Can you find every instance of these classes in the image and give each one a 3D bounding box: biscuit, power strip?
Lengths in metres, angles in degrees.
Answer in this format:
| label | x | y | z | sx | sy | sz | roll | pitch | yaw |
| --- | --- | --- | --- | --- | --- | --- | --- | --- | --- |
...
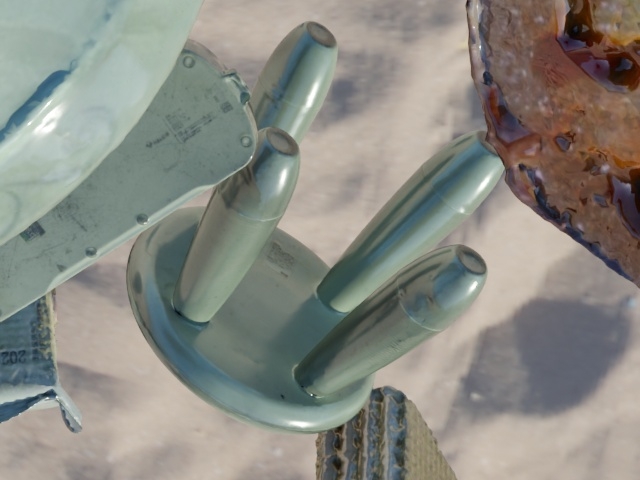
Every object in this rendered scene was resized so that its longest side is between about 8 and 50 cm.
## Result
| label | x | y | z | sx | sy | sz | roll | pitch | yaw |
| --- | --- | --- | --- | --- | --- | --- | --- | --- | --- |
| biscuit | -0.294 | 0.018 | 1.577 | 0.186 | 0.079 | 0.309 | -2 | 74 | -11 |
| power strip | -0.134 | -0.030 | 1.058 | 0.227 | 0.029 | 0.080 | -32 | 106 | 12 |
| biscuit | 0.102 | 0.292 | 1.468 | 0.078 | 0.144 | 0.426 | -14 | 134 | 17 |

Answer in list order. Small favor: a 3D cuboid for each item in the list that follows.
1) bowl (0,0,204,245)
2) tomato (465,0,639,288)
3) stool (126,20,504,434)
| label | x | y | z | sx | sy | sz | roll | pitch | yaw |
| --- | --- | --- | --- | --- | --- | --- | --- | --- | --- |
| bowl | -0.204 | -0.140 | 0.777 | 0.307 | 0.307 | 0.163 | -62 | 148 | -8 |
| tomato | 0.229 | -0.103 | 0.757 | 0.143 | 0.338 | 0.338 | -48 | 115 | -40 |
| stool | 0.000 | 0.000 | 1.276 | 0.195 | 0.195 | 0.198 | 34 | 123 | -11 |
